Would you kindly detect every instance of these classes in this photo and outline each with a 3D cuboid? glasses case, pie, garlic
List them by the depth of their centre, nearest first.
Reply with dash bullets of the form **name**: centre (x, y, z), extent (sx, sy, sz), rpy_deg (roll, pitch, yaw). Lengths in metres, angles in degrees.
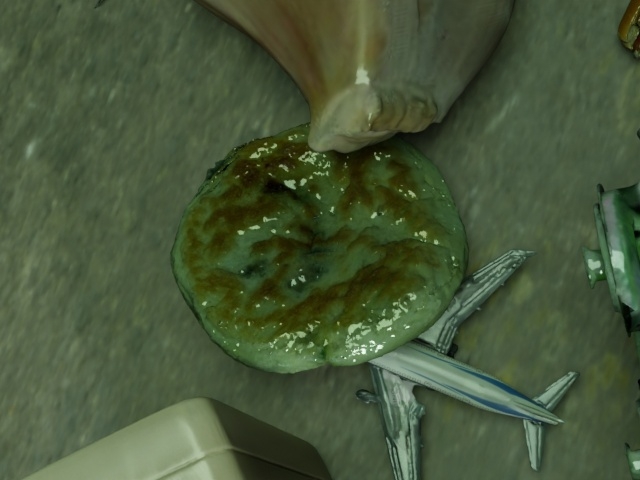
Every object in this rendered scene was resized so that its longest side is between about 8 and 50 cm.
- **glasses case**: centre (-0.081, 0.182, 0.988), extent (0.144, 0.336, 0.076), rpy_deg (-27, 73, 4)
- **pie**: centre (0.000, 0.000, 1.129), extent (0.240, 0.054, 0.240), rpy_deg (-7, 51, 9)
- **garlic**: centre (0.001, -0.245, 1.180), extent (0.340, 0.231, 0.246), rpy_deg (34, 128, 34)

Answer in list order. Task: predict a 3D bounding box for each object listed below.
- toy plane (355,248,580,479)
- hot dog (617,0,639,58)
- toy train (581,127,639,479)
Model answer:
- **toy plane**: centre (0.082, 0.096, 1.120), extent (0.226, 0.058, 0.226), rpy_deg (21, 85, 19)
- **hot dog**: centre (0.276, -0.199, 1.157), extent (0.056, 0.041, 0.133), rpy_deg (29, 84, 16)
- **toy train**: centre (0.280, 0.077, 0.983), extent (0.173, 0.249, 0.307), rpy_deg (-13, 74, 11)
